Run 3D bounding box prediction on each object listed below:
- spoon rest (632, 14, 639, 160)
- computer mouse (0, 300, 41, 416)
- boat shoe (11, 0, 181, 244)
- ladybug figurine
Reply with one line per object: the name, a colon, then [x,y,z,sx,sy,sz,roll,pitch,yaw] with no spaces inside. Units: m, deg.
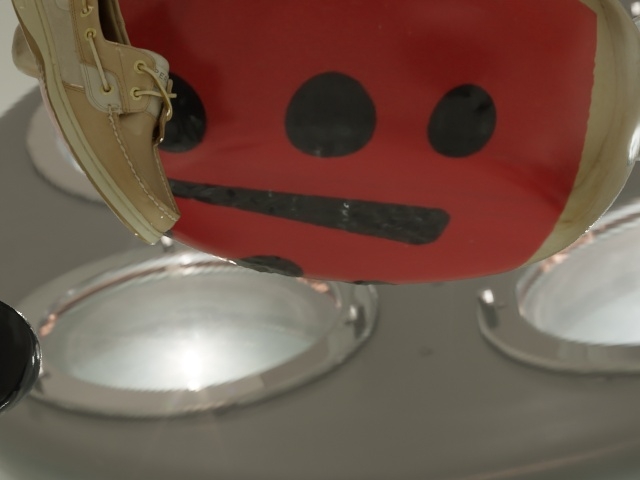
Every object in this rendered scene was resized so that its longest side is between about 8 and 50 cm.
spoon rest: [0.362,-0.211,1.115,0.276,0.137,0.084,-60,-159,-12]
computer mouse: [-0.237,0.057,0.452,0.242,0.071,0.041,2,159,-33]
boat shoe: [-0.105,-0.080,0.553,0.059,0.063,0.170,-28,-108,4]
ladybug figurine: [0.019,-0.078,0.735,0.449,0.305,0.162,6,-127,-13]
